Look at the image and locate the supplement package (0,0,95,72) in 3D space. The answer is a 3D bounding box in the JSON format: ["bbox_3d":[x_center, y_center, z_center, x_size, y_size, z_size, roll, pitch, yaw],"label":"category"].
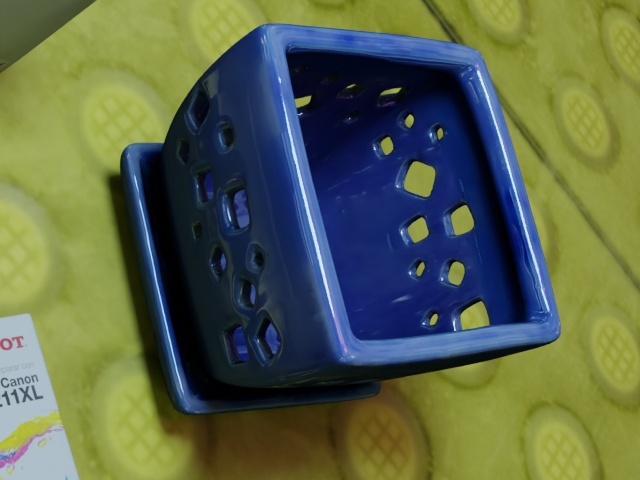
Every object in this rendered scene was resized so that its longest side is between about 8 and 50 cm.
[{"bbox_3d":[-0.272,-0.249,0.967,0.199,0.198,0.263,-17,83,-48],"label":"supplement package"}]

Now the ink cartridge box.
[{"bbox_3d":[-0.217,0.141,0.918,0.127,0.072,0.175,-9,77,-46],"label":"ink cartridge box"}]

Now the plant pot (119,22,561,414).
[{"bbox_3d":[0.000,0.000,1.103,0.236,0.212,0.236,0,70,-45],"label":"plant pot"}]
